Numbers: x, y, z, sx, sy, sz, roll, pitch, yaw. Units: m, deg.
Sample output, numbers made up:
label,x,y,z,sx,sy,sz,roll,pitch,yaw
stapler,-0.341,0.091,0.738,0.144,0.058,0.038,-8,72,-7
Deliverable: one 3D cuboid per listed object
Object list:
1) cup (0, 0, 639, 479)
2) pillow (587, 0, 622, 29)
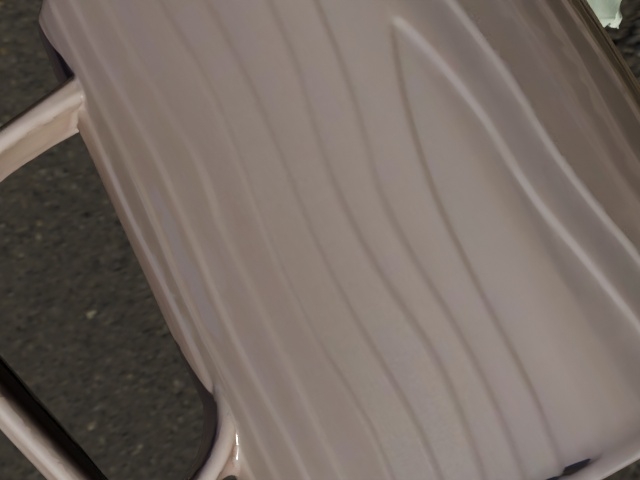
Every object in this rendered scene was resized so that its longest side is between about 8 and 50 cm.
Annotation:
label,x,y,z,sx,sy,sz,roll,pitch,yaw
cup,0.005,0.000,0.567,0.288,0.208,0.273,-29,83,10
pillow,0.083,-0.213,1.000,0.138,0.283,0.310,-7,121,54
